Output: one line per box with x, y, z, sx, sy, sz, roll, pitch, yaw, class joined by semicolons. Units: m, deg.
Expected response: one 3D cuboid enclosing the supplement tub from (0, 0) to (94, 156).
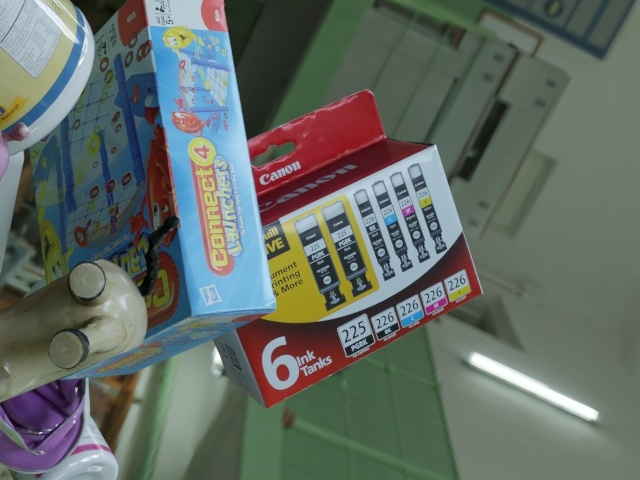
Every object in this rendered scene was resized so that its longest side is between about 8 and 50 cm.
-0.270;-0.164;0.793;0.144;0.200;0.144;-16;-126;22;supplement tub

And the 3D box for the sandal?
-0.391;0.211;1.551;0.102;0.169;0.416;-94;-159;-47;sandal

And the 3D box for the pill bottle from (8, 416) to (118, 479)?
-0.474;0.319;1.933;0.283;0.160;0.160;51;-54;32;pill bottle

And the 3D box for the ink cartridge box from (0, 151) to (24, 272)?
-0.427;-0.059;1.052;0.198;0.272;0.115;119;-39;-49;ink cartridge box

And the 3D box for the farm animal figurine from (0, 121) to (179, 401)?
-0.288;0.053;0.630;0.327;0.330;0.172;-60;180;-3;farm animal figurine

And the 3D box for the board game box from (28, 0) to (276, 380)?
-0.180;-0.040;1.107;0.308;0.086;0.302;-27;-111;52;board game box

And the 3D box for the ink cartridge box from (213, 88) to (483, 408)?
0.000;0.000;1.344;0.309;0.272;0.130;-27;-161;-18;ink cartridge box
